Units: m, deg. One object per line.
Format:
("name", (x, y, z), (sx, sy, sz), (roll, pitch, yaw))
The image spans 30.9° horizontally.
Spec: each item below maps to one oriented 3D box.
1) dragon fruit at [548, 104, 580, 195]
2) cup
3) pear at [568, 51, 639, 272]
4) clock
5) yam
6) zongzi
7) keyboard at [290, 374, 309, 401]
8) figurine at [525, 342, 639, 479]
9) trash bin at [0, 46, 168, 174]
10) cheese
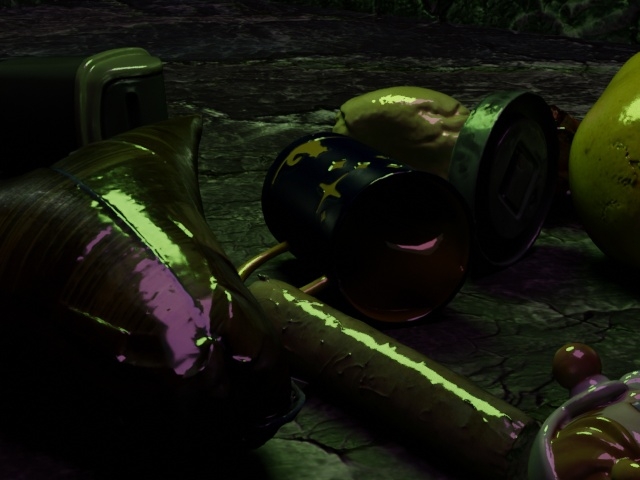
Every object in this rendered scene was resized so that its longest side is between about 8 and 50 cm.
("dragon fruit", (0.325, -0.125, 1.702), (0.189, 0.162, 0.261), (6, 8, -9))
("cup", (0.005, -0.021, 1.346), (0.255, 0.178, 0.256), (-5, 18, -23))
("pear", (0.453, -0.106, 1.440), (0.285, 0.285, 0.336), (11, 61, 24))
("clock", (0.231, -0.079, 1.460), (0.049, 0.226, 0.226), (14, 23, 34))
("yam", (0.052, 0.126, 1.078), (0.083, 0.083, 0.372), (-14, 28, -38))
("zongzi", (-0.121, 0.009, 1.096), (0.403, 0.207, 0.432), (16, 41, 34))
("keyboard", (-0.125, 0.125, 1.141), (0.230, 0.025, 0.094), (15, 26, 31))
("figurine", (0.238, 0.164, 0.913), (0.194, 0.133, 0.274), (43, 20, -11))
("trash bin", (-0.351, -0.182, 1.729), (0.290, 0.209, 0.182), (7, 21, 30))
("cheese", (0.108, -0.097, 1.525), (0.226, 0.213, 0.117), (16, 27, 16))
